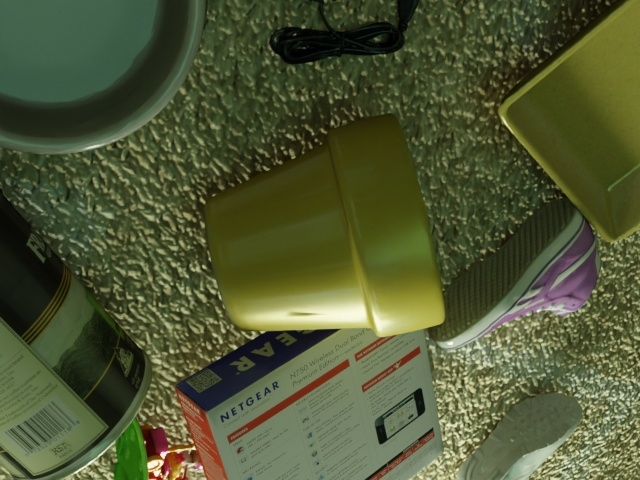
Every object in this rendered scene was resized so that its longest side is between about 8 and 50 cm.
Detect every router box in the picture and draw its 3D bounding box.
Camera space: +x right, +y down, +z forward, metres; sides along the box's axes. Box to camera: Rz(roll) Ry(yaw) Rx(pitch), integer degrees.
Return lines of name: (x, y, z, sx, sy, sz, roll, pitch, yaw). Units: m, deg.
router box: (0.006, 0.243, 1.074, 0.335, 0.082, 0.301, -28, 120, -28)

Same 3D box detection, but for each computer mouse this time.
computer mouse: (0.042, -0.327, 0.911, 0.184, 0.060, 0.262, -4, 114, -19)

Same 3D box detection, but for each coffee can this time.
coffee can: (-0.343, 0.102, 0.868, 0.201, 0.201, 0.275, -35, 120, -4)

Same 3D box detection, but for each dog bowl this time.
dog bowl: (-0.274, -0.246, 0.803, 0.348, 0.102, 0.349, -8, 115, -18)

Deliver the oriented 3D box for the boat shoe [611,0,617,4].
boat shoe: (0.477, -0.421, 1.013, 0.116, 0.099, 0.320, 18, 106, -28)

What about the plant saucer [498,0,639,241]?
plant saucer: (0.434, -0.198, 1.063, 0.332, 0.081, 0.333, -39, 126, 17)

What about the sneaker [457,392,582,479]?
sneaker: (0.327, 0.339, 1.304, 0.235, 0.090, 0.095, -39, 133, 3)

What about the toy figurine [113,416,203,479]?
toy figurine: (-0.182, 0.289, 1.074, 0.159, 0.130, 0.173, -4, 136, -29)

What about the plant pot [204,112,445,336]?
plant pot: (0.000, 0.000, 0.944, 0.238, 0.254, 0.254, -13, 117, 2)

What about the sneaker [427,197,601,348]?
sneaker: (0.296, 0.088, 1.166, 0.282, 0.102, 0.161, -39, 123, -1)
